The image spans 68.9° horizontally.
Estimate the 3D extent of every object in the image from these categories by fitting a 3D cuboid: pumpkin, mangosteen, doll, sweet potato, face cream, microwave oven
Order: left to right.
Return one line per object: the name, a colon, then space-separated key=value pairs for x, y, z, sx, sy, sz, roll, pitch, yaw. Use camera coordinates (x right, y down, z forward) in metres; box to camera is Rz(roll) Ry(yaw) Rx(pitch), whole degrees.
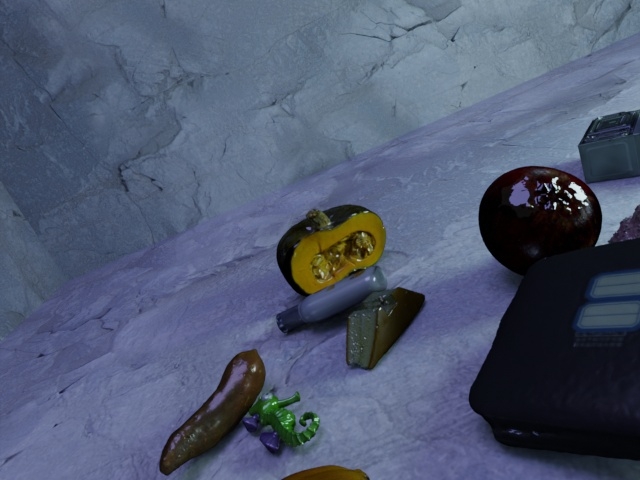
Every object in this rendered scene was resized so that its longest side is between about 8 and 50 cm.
sweet potato: x=-0.199 y=0.338 z=0.917 sx=0.097 sy=0.097 sz=0.292 roll=-8 pitch=31 yaw=40
doll: x=-0.070 y=0.327 z=0.856 sx=0.115 sy=0.050 sz=0.190 roll=-41 pitch=25 yaw=-23
pumpkin: x=0.000 y=0.000 z=1.362 sx=0.324 sy=0.242 sz=0.232 roll=-27 pitch=27 yaw=-21
face cream: x=0.024 y=0.150 z=1.153 sx=0.291 sy=0.071 sz=0.144 roll=-28 pitch=-4 yaw=18
mangosteen: x=0.442 y=-0.025 z=0.982 sx=0.235 sy=0.236 sz=0.261 roll=-27 pitch=-24 yaw=-8
microwave oven: x=0.802 y=-0.261 z=1.266 sx=0.162 sy=0.123 sz=0.208 roll=-5 pitch=27 yaw=43

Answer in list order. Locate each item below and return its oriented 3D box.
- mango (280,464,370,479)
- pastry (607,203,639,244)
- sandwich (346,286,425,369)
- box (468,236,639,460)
mango: x=-0.010 y=0.364 z=0.639 sx=0.159 sy=0.084 sz=0.105 roll=-8 pitch=-1 yaw=-13
pastry: x=0.663 y=-0.033 z=0.839 sx=0.265 sy=0.112 sz=0.103 roll=-15 pitch=32 yaw=29
sandwich: x=0.129 y=0.162 z=0.995 sx=0.090 sy=0.088 sz=0.244 roll=-10 pitch=23 yaw=45
box: x=0.406 y=0.128 z=0.626 sx=0.359 sy=0.091 sz=0.350 roll=-21 pitch=22 yaw=51
